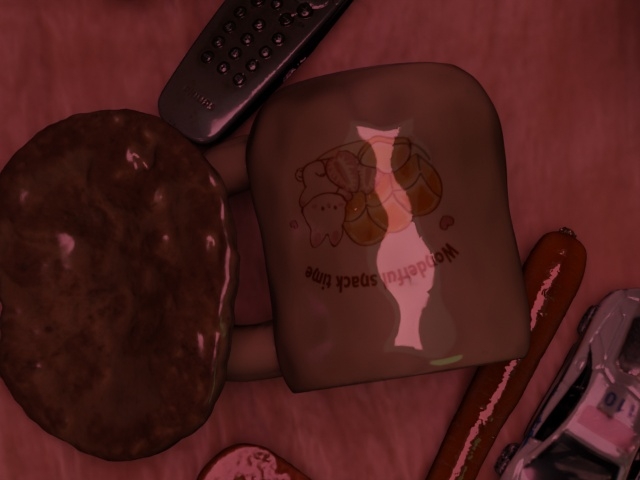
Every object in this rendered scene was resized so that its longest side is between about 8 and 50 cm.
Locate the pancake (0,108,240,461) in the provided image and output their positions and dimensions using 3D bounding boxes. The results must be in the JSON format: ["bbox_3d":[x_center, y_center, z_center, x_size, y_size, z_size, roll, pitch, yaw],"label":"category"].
[{"bbox_3d":[-0.140,0.030,1.275,0.222,0.042,0.236,-29,75,25],"label":"pancake"}]

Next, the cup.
[{"bbox_3d":[0.015,-0.001,1.291,0.173,0.255,0.202,-4,83,-46],"label":"cup"}]

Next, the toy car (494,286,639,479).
[{"bbox_3d":[0.196,0.130,1.316,0.095,0.056,0.205,32,82,-1],"label":"toy car"}]

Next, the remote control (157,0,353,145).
[{"bbox_3d":[-0.031,-0.158,1.338,0.072,0.042,0.222,36,79,16],"label":"remote control"}]

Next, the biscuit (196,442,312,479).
[{"bbox_3d":[-0.038,0.258,1.297,0.186,0.036,0.192,33,82,-2],"label":"biscuit"}]

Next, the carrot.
[{"bbox_3d":[0.123,0.102,1.323,0.043,0.043,0.248,28,85,0],"label":"carrot"}]
